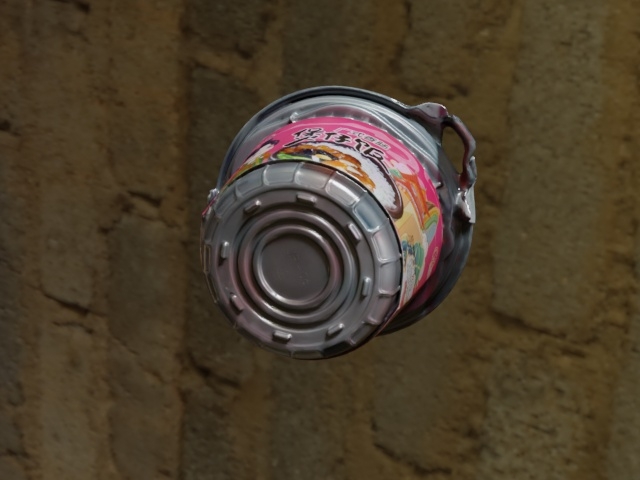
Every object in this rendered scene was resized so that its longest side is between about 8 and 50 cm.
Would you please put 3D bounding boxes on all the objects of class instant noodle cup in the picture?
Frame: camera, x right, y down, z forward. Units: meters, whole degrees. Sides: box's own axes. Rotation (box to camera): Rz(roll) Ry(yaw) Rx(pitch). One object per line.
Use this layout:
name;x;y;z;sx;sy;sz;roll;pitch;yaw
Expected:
instant noodle cup;0.000;0.000;1.171;0.302;0.258;0.181;-47;-179;23
